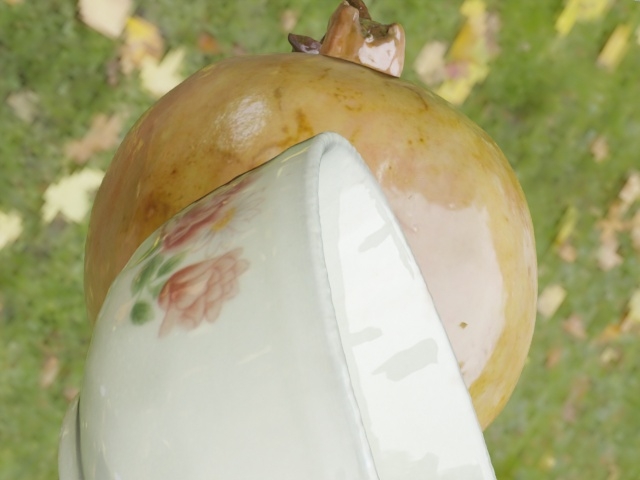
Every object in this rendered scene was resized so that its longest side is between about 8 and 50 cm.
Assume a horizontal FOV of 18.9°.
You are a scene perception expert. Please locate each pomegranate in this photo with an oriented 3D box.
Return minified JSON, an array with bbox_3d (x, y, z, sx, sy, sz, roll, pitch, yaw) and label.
[{"bbox_3d":[0.000,0.000,1.060,0.229,0.252,0.270,118,-9,-77],"label":"pomegranate"}]

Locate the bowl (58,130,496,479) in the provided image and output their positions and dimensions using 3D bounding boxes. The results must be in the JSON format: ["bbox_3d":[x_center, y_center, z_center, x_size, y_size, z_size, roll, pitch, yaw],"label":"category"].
[{"bbox_3d":[-0.014,0.106,0.776,0.145,0.277,0.277,-17,163,9],"label":"bowl"}]

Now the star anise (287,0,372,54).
[{"bbox_3d":[0.037,-0.079,1.310,0.158,0.144,0.141,-40,124,-47],"label":"star anise"}]
